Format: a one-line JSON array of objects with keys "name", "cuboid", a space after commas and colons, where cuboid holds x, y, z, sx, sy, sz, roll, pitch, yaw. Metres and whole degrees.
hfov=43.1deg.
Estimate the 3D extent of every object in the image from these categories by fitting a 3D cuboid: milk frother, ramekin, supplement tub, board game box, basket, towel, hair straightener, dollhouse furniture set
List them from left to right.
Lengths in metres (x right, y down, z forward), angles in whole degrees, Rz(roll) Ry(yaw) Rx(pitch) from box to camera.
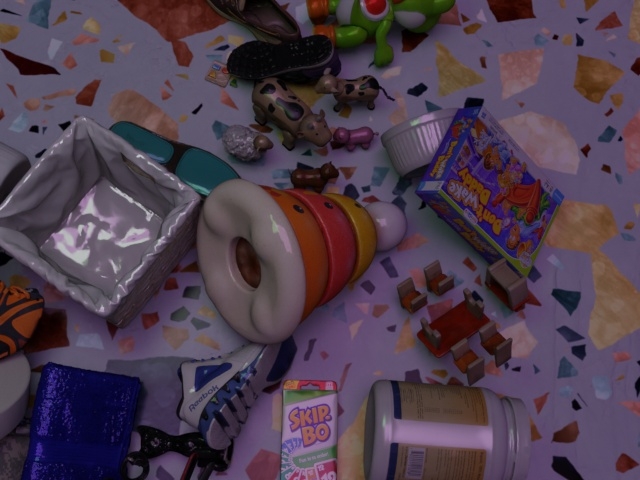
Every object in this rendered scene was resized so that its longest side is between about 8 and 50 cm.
[{"name": "ramekin", "cuboid": [-0.747, -0.097, 1.764, 0.135, 0.277, 0.277, 24, 73, -5]}, {"name": "towel", "cuboid": [-0.486, 0.417, 1.667, 0.228, 0.076, 0.308, 18, 69, -38]}, {"name": "basket", "cuboid": [-0.472, -0.022, 1.757, 0.328, 0.266, 0.331, 34, 73, 7]}, {"name": "milk frother", "cuboid": [-0.366, 0.507, 1.604, 0.135, 0.129, 0.143, 17, 85, 31]}, {"name": "hair straightener", "cuboid": [-0.266, 0.550, 1.624, 0.089, 0.047, 0.230, 22, 78, 14]}, {"name": "board game box", "cuboid": [-0.024, 0.434, 1.771, 0.124, 0.039, 0.259, 2, 70, -4]}, {"name": "ramekin", "cuboid": [0.254, -0.223, 1.903, 0.207, 0.207, 0.109, -15, 84, -8]}, {"name": "supplement tub", "cuboid": [0.258, 0.415, 1.692, 0.316, 0.228, 0.228, 5, 73, -2]}, {"name": "dollhouse furniture set", "cuboid": [0.340, 0.166, 1.814, 0.259, 0.135, 0.262, -32, 53, -11]}, {"name": "board game box", "cuboid": [0.392, -0.104, 1.837, 0.347, 0.078, 0.233, 39, 71, -31]}]

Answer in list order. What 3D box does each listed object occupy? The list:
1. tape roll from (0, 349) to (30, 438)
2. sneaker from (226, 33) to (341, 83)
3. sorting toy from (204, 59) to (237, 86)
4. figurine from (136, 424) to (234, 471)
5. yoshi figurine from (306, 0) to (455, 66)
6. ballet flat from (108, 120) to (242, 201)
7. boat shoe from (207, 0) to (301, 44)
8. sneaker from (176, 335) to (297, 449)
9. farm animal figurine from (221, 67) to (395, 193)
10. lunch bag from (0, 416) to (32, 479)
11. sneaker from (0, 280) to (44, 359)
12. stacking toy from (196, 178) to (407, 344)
[{"name": "tape roll", "cuboid": [-0.776, 0.293, 1.604, 0.392, 0.392, 0.072, 10, 113, -1]}, {"name": "sneaker", "cuboid": [-0.089, -0.420, 1.992, 0.283, 0.124, 0.107, 0, 70, 20]}, {"name": "sorting toy", "cuboid": [-0.240, -0.414, 2.022, 0.083, 0.012, 0.062, 23, 73, 4]}, {"name": "figurine", "cuboid": [-0.303, 0.503, 1.711, 0.210, 0.092, 0.214, 5, 74, 6]}, {"name": "yoshi figurine", "cuboid": [0.158, -0.561, 2.040, 0.362, 0.203, 0.203, -11, 33, 7]}, {"name": "ballet flat", "cuboid": [-0.336, -0.169, 1.891, 0.349, 0.123, 0.123, 25, 73, 1]}, {"name": "boat shoe", "cuboid": [-0.176, -0.597, 2.024, 0.123, 0.123, 0.342, -42, 80, -14]}, {"name": "sneaker", "cuboid": [-0.204, 0.283, 1.743, 0.182, 0.127, 0.315, 18, 50, 31]}, {"name": "farm animal figurine", "cuboid": [-0.027, -0.294, 1.916, 0.327, 0.172, 0.330, 26, 73, 4]}, {"name": "lunch bag", "cuboid": [-0.711, 0.505, 1.621, 0.256, 0.212, 0.305, 6, 73, -19]}, {"name": "sneaker", "cuboid": [-0.680, 0.087, 1.666, 0.180, 0.125, 0.321, -13, 99, -43]}, {"name": "stacking toy", "cuboid": [0.000, 0.000, 1.781, 0.480, 0.350, 0.350, -17, 73, -38]}]
